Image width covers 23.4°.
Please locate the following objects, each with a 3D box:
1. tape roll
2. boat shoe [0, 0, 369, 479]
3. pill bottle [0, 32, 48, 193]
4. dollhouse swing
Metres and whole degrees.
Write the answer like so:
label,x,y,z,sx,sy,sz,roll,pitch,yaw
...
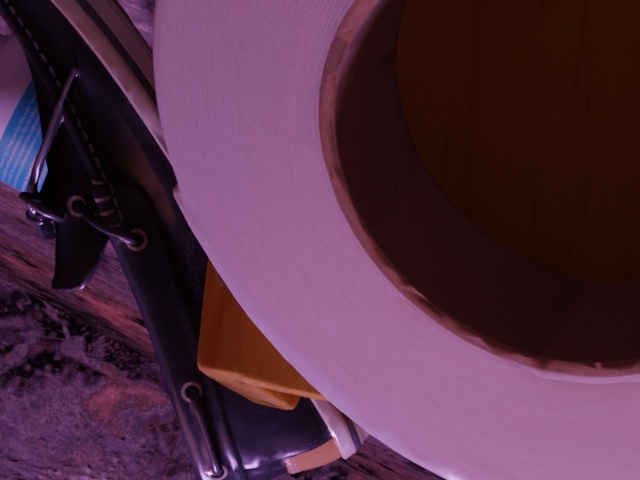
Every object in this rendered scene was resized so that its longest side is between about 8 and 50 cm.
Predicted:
label,x,y,z,sx,sy,sz,roll,pitch,yaw
tape roll,0.106,-0.047,0.662,0.392,0.072,0.392,15,127,22
boat shoe,-0.143,-0.030,1.120,0.500,0.156,0.187,59,178,-9
pill bottle,-0.213,-0.098,1.364,0.264,0.146,0.146,29,166,-7
dollhouse swing,0.151,0.007,0.935,0.347,0.315,0.305,9,-172,19
